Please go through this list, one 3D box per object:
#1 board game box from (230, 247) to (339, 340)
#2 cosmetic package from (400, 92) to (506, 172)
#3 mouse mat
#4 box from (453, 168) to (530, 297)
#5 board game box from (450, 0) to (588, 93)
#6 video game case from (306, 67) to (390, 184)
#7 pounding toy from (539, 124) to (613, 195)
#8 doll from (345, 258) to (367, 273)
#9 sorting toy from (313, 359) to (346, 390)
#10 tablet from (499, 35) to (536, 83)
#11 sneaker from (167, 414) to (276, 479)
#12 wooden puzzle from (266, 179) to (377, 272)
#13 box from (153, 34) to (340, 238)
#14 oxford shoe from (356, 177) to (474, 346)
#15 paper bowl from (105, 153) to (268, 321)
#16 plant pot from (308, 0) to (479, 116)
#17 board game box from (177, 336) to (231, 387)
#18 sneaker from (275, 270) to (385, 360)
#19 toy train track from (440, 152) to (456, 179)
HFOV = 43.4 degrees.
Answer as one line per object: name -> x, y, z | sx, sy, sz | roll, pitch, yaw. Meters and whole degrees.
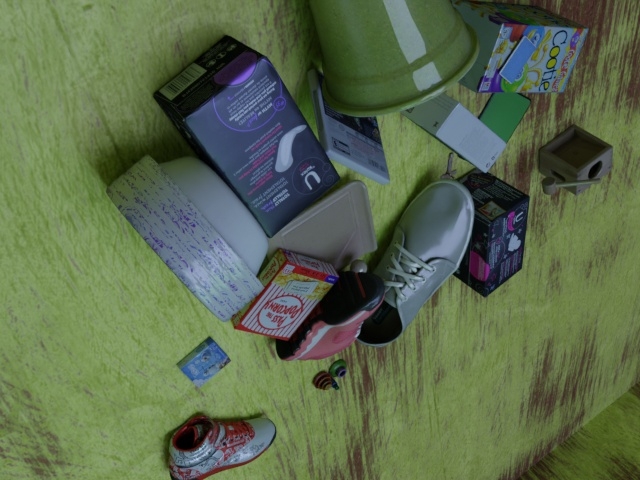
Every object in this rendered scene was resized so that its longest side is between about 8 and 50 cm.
board game box -> -0.075, 0.114, 1.652 | 0.146, 0.045, 0.193 | 17, 120, -40
cosmetic package -> 0.280, -0.234, 1.671 | 0.085, 0.117, 0.231 | -55, 142, 8
mouse mat -> 0.401, -0.258, 1.848 | 0.152, 0.007, 0.190 | 11, 115, -47
box -> 0.383, -0.021, 1.907 | 0.142, 0.163, 0.247 | -32, 139, -24
board game box -> 0.379, -0.387, 1.610 | 0.275, 0.144, 0.142 | -9, 127, -39
video game case -> 0.052, -0.203, 1.459 | 0.022, 0.173, 0.190 | -25, 152, 32
pounding toy -> 0.625, -0.163, 1.994 | 0.206, 0.181, 0.094 | -35, 140, -15
doll -> 0.046, 0.114, 1.761 | 0.129, 0.046, 0.189 | 9, 131, -32
sorting toy -> 0.032, 0.341, 1.983 | 0.102, 0.042, 0.061 | -30, 138, -22
tablet -> 0.373, -0.341, 1.523 | 0.054, 0.006, 0.083 | 21, 107, -49
sneaker -> -0.214, 0.441, 1.802 | 0.270, 0.090, 0.145 | -20, 136, -26
wooden puzzle -> 0.000, 0.000, 1.673 | 0.238, 0.044, 0.221 | -30, 139, -14
box -> -0.115, -0.166, 1.304 | 0.165, 0.143, 0.270 | -40, 129, -8
oxford shoe -> 0.199, 0.068, 1.800 | 0.449, 0.169, 0.130 | -59, 169, 19
paper bowl -> -0.193, -0.019, 1.280 | 0.148, 0.284, 0.284 | -42, 141, -8
plant pot -> 0.088, -0.382, 1.284 | 0.276, 0.276, 0.254 | -37, 128, -13
board game box -> -0.241, 0.255, 1.676 | 0.090, 0.020, 0.090 | -40, 141, -8
sneaker -> 0.041, 0.165, 1.720 | 0.136, 0.116, 0.314 | 19, 136, -38
toy train track -> 0.297, -0.162, 1.827 | 0.048, 0.014, 0.083 | -25, 136, -26
